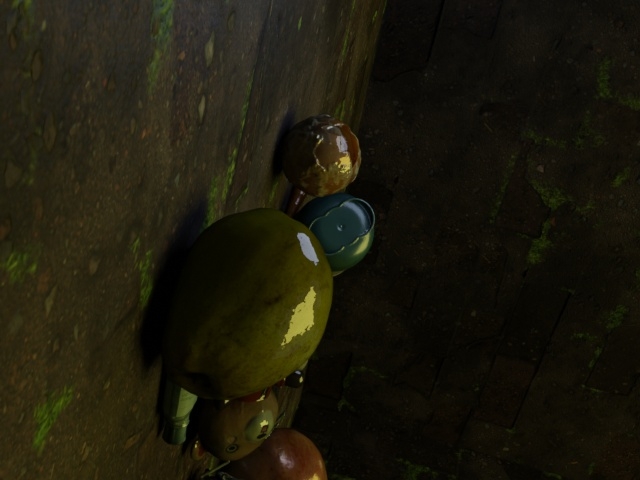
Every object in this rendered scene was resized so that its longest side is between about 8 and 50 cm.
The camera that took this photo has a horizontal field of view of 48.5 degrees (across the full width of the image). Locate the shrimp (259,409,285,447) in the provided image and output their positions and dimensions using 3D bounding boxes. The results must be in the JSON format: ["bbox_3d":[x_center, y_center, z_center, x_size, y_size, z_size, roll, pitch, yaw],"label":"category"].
[{"bbox_3d":[-0.176,0.468,1.792,0.372,0.172,0.137,29,70,-77],"label":"shrimp"}]

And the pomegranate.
[{"bbox_3d":[-0.132,0.728,2.074,0.338,0.338,0.338,15,90,-84],"label":"pomegranate"}]

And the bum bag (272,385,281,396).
[{"bbox_3d":[-0.163,0.446,2.224,0.142,0.080,0.326,-46,-168,35],"label":"bum bag"}]

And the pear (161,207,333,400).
[{"bbox_3d":[-0.114,0.100,1.110,0.307,0.253,0.252,-58,166,-34],"label":"pear"}]

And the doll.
[{"bbox_3d":[-0.163,0.321,1.512,0.235,0.174,0.329,-10,126,-55],"label":"doll"}]

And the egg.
[{"bbox_3d":[0.002,-0.199,1.679,0.233,0.195,0.194,-11,116,-80],"label":"egg"}]

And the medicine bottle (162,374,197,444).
[{"bbox_3d":[-0.238,0.257,1.223,0.090,0.054,0.208,-65,170,-66],"label":"medicine bottle"}]

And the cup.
[{"bbox_3d":[0.000,0.000,1.968,0.290,0.219,0.257,-31,178,-16],"label":"cup"}]

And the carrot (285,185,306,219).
[{"bbox_3d":[-0.072,-0.101,1.969,0.048,0.048,0.216,91,20,-67],"label":"carrot"}]

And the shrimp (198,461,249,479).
[{"bbox_3d":[-0.247,0.609,1.614,0.410,0.166,0.221,33,74,-71],"label":"shrimp"}]
